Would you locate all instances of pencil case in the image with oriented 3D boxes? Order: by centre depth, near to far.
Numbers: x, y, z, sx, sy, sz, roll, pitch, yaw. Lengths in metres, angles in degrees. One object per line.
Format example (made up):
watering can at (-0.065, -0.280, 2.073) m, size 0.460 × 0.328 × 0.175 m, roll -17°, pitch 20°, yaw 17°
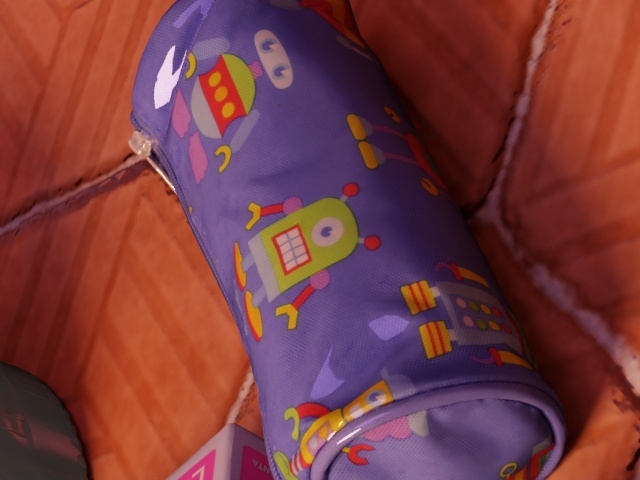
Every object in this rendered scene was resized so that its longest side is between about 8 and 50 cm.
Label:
pencil case at (0.000, 0.000, 0.925) m, size 0.133 × 0.119 × 0.306 m, roll -28°, pitch 51°, yaw 3°

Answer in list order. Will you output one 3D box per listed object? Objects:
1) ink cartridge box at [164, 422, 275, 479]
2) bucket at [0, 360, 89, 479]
ink cartridge box at (-0.085, 0.246, 0.861) m, size 0.186 × 0.065 × 0.311 m, roll -43°, pitch 28°, yaw 31°
bucket at (-0.272, 0.163, 1.075) m, size 0.281 × 0.183 × 0.281 m, roll -19°, pitch 60°, yaw 38°
